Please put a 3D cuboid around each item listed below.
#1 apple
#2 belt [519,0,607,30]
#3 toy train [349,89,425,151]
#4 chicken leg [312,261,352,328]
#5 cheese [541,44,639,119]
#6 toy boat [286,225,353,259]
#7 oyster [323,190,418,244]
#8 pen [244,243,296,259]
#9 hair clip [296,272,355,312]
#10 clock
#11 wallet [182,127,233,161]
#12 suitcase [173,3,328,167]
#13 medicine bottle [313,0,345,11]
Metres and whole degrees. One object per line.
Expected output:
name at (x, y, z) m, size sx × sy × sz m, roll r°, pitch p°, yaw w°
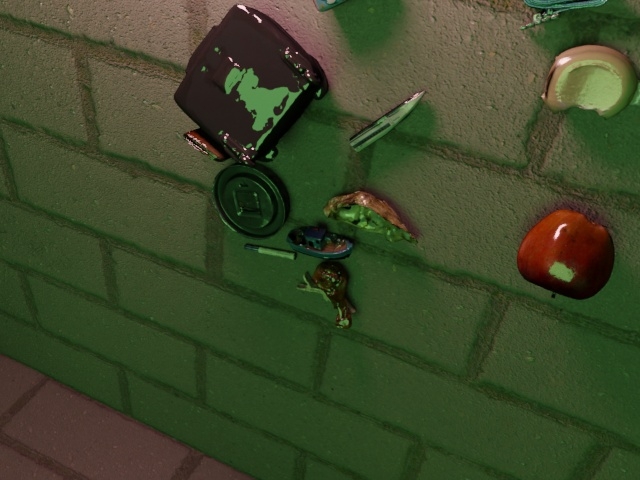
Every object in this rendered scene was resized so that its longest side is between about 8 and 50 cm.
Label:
apple at (0.628, 0.041, 1.370) m, size 0.234 × 0.234 × 0.233 m, roll 13°, pitch 125°, yaw 19°
belt at (0.527, -0.511, 1.157) m, size 0.179 × 0.065 × 0.099 m, roll 6°, pitch 113°, yaw 24°
toy train at (0.187, -0.321, 1.452) m, size 0.252 × 0.055 × 0.048 m, roll -28°, pitch 104°, yaw 37°
chicken leg at (0.052, 0.185, 1.811) m, size 0.108 × 0.087 × 0.251 m, roll -8°, pitch 109°, yaw 29°
cheese at (0.652, -0.335, 1.193) m, size 0.287 × 0.082 × 0.163 m, roll 19°, pitch 128°, yaw 14°
toy boat at (0.000, 0.000, 1.726) m, size 0.223 × 0.100 × 0.097 m, roll 11°, pitch 138°, yaw 18°
oyster at (0.161, -0.066, 1.623) m, size 0.295 × 0.094 × 0.166 m, roll 28°, pitch 148°, yaw -4°
pen at (-0.178, 0.039, 1.889) m, size 0.204 × 0.025 × 0.025 m, roll 10°, pitch 124°, yaw 22°
hair clip at (0.026, 0.183, 1.872) m, size 0.226 × 0.034 × 0.072 m, roll 25°, pitch 125°, yaw 9°
clock at (-0.231, -0.133, 1.785) m, size 0.281 × 0.055 × 0.280 m, roll 13°, pitch 125°, yaw 20°
wallet at (-0.284, -0.295, 1.580) m, size 0.137 × 0.255 × 0.031 m, roll 40°, pitch 119°, yaw 0°
suitcase at (-0.194, -0.418, 1.459) m, size 0.339 × 0.188 × 0.345 m, roll 42°, pitch 112°, yaw 0°
medicine bottle at (0.062, -0.642, 1.283) m, size 0.188 × 0.094 × 0.119 m, roll -12°, pitch 116°, yaw 32°
